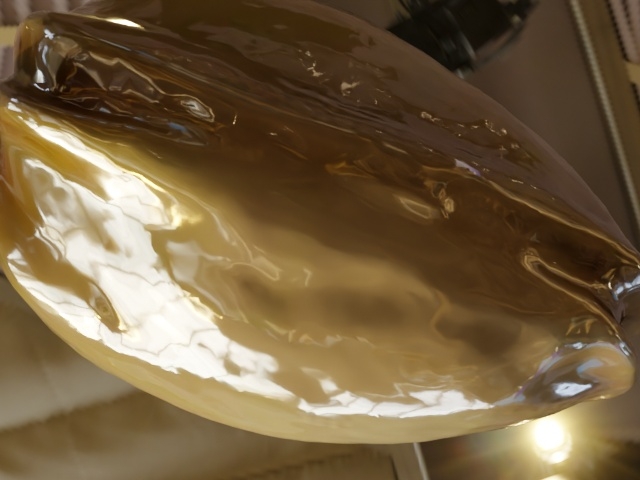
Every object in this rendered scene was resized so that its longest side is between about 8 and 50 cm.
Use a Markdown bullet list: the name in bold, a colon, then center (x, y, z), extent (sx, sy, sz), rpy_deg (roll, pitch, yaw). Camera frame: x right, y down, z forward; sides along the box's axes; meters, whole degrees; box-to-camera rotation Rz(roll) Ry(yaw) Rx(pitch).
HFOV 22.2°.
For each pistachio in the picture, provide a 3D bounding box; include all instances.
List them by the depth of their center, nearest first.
- **pistachio**: center (0.000, 0.000, 0.618), extent (0.260, 0.213, 0.163), rpy_deg (26, -97, 16)
